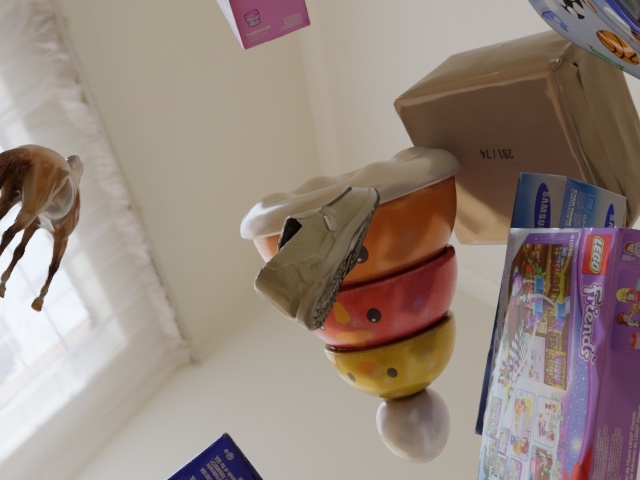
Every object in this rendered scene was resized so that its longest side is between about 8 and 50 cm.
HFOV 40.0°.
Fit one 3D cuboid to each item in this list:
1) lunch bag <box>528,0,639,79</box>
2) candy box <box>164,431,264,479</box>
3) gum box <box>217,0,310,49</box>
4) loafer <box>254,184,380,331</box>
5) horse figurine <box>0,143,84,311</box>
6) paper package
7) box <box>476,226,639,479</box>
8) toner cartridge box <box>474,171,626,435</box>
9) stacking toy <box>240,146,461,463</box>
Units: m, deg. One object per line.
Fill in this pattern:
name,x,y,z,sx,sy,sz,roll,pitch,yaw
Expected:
lunch bag,0.374,-0.242,0.816,0.385,0.239,0.328,18,13,3
candy box,-0.180,0.346,0.831,0.122,0.317,0.268,50,-18,15
gum box,-0.075,-0.259,0.757,0.188,0.062,0.107,-117,-173,-48
loafer,0.000,0.000,1.035,0.092,0.268,0.102,22,-59,6
horse figurine,-0.285,-0.029,0.861,0.066,0.175,0.263,20,-11,4
paper package,0.326,-0.155,1.393,0.324,0.168,0.310,-2,-57,50
box,0.247,0.133,0.897,0.057,0.293,0.201,8,-2,-17
toner cartridge box,0.310,0.096,1.175,0.075,0.348,0.165,10,0,45
stacking toy,0.106,0.119,1.364,0.350,0.350,0.480,-9,-79,59
